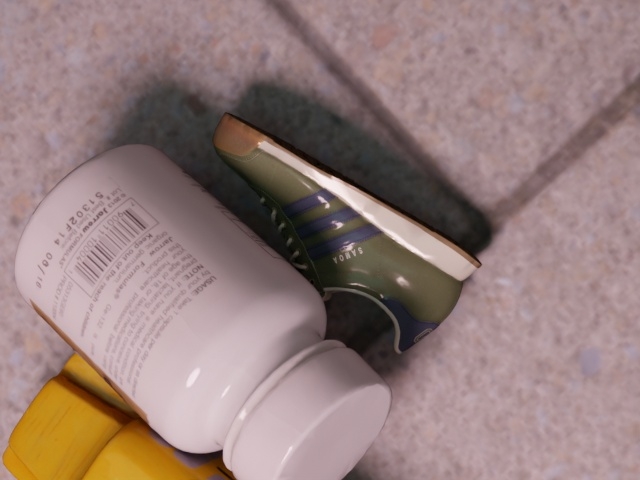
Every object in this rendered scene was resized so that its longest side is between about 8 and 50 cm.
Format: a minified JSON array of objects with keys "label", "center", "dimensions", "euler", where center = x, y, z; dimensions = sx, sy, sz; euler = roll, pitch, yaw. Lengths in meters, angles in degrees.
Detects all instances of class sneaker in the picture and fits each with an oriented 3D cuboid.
[{"label":"sneaker","center":[0.000,0.000,1.106],"dimensions":[0.192,0.064,0.086],"euler":[31,96,8]}]

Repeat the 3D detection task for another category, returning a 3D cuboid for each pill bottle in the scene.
[{"label":"pill bottle","center":[-0.071,0.055,1.069],"dimensions":[0.229,0.131,0.131],"euler":[41,103,25]}]

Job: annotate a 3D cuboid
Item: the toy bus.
[{"label":"toy bus","center":[-0.059,0.207,1.101],"dimensions":[0.333,0.130,0.108],"euler":[38,102,10]}]
